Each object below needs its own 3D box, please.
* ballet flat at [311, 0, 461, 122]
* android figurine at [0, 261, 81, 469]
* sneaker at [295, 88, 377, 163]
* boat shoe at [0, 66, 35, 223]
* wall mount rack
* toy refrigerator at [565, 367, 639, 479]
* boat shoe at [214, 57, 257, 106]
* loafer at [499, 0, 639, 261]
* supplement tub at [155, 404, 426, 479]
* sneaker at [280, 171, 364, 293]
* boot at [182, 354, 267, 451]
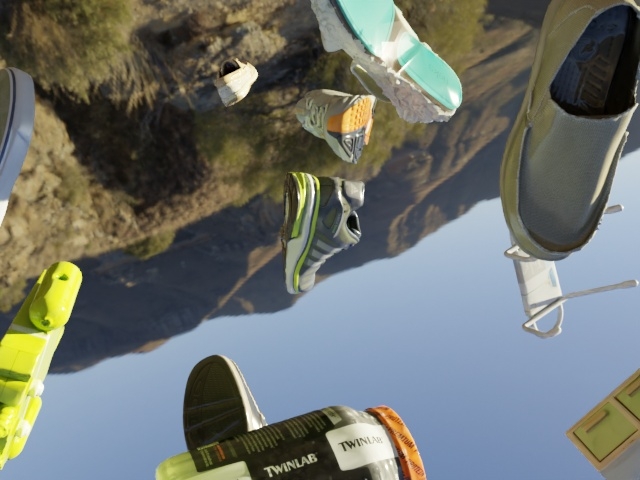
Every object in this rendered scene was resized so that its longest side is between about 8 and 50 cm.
[{"bbox_3d":[0.083,-0.319,1.032,0.147,0.409,0.147,-26,-135,30],"label":"ballet flat"},{"bbox_3d":[-0.345,0.149,0.733,0.056,0.248,0.273,20,-158,-17],"label":"android figurine"},{"bbox_3d":[0.013,-0.181,0.944,0.121,0.099,0.262,13,-166,5],"label":"sneaker"},{"bbox_3d":[-0.476,-0.109,0.858,0.109,0.302,0.094,-3,163,39],"label":"boat shoe"},{"bbox_3d":[0.590,0.067,1.486,0.304,0.350,0.130,-27,-161,-23],"label":"wall mount rack"},{"bbox_3d":[0.570,0.296,1.080,0.269,0.094,0.102,-44,-153,7],"label":"toy refrigerator"},{"bbox_3d":[-0.159,-0.308,1.157,0.063,0.059,0.170,-24,-151,14],"label":"boat shoe"},{"bbox_3d":[0.234,-0.104,0.584,0.102,0.268,0.092,4,-165,3],"label":"loafer"},{"bbox_3d":[-0.039,0.353,0.854,0.338,0.207,0.207,-13,-178,-19],"label":"supplement tub"},{"bbox_3d":[0.000,0.000,0.997,0.121,0.111,0.300,-2,152,-7],"label":"sneaker"},{"bbox_3d":[-0.102,0.397,1.180,0.138,0.377,0.284,-29,163,19],"label":"boot"}]
